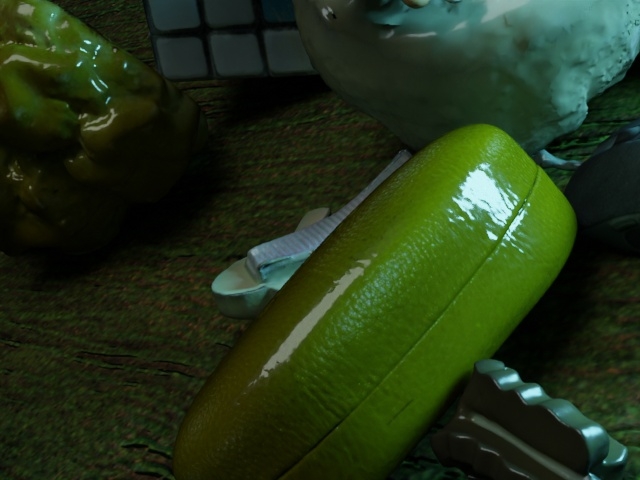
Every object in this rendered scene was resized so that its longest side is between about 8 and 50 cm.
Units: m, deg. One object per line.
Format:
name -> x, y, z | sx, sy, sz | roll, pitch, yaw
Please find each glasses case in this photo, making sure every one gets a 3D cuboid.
glasses case -> 0.040, 0.060, 1.244 | 0.371, 0.141, 0.173 | -48, 12, -20

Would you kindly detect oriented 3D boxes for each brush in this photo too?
brush -> 0.186, 0.166, 1.071 | 0.301, 0.071, 0.084 | 29, 83, 49

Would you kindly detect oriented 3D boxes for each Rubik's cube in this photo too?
Rubik's cube -> -0.055, -0.342, 1.820 | 0.256, 0.259, 0.253 | -4, 34, 12

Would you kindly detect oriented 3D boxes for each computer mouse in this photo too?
computer mouse -> 0.270, -0.056, 1.285 | 0.167, 0.090, 0.379 | -44, 28, -20

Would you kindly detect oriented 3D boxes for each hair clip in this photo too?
hair clip -> 0.000, 0.000, 1.496 | 0.218, 0.071, 0.159 | -30, 22, -6

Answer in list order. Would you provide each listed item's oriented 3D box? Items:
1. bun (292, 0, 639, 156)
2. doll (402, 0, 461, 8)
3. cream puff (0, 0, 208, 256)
bun -> 0.152, -0.221, 1.533 | 0.359, 0.211, 0.360 | -17, 45, 18
doll -> 0.074, -0.257, 1.403 | 0.217, 0.085, 0.183 | -19, 50, -7
cream puff -> -0.294, -0.108, 1.775 | 0.324, 0.291, 0.257 | 31, 91, 39
